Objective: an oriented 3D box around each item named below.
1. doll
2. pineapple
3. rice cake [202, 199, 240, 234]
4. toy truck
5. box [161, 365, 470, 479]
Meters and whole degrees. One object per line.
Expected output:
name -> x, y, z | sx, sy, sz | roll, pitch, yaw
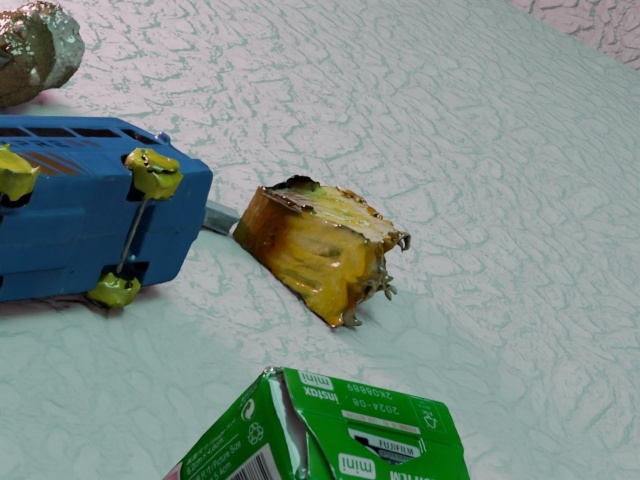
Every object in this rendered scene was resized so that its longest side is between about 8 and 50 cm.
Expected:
doll -> -0.345, -0.205, 1.654 | 0.114, 0.105, 0.221 | -4, 19, 14
pineapple -> 0.000, 0.000, 1.683 | 0.186, 0.115, 0.236 | 21, 16, -20
rice cake -> -0.173, -0.046, 1.635 | 0.180, 0.030, 0.042 | 19, 21, -26
toy truck -> -0.271, -0.032, 1.345 | 0.162, 0.161, 0.385 | 34, 23, 31
box -> -0.027, 0.204, 1.055 | 0.180, 0.250, 0.103 | 17, 43, -35
